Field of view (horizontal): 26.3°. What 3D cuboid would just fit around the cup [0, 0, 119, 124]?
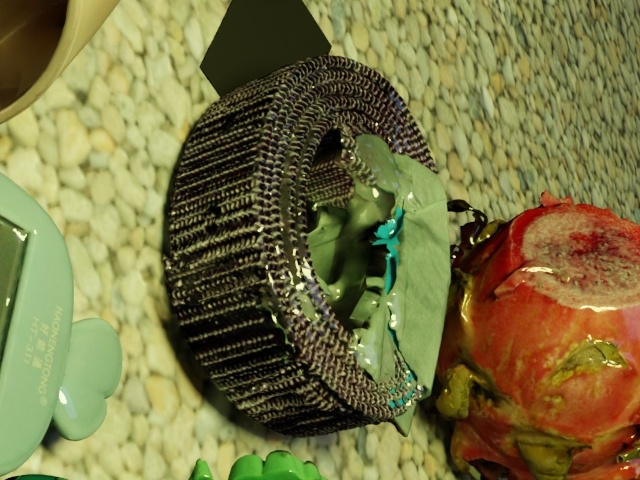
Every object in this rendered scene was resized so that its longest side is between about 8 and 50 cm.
[{"bbox_3d":[-0.217,-0.199,0.750,0.253,0.191,0.200,30,30,-6],"label":"cup"}]

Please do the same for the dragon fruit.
[{"bbox_3d":[0.219,0.117,1.294,0.250,0.269,0.291,-79,178,-48],"label":"dragon fruit"}]

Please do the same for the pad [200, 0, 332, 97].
[{"bbox_3d":[-0.043,-0.160,1.187,0.127,0.004,0.190,55,37,-32],"label":"pad"}]

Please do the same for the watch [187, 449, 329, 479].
[{"bbox_3d":[-0.056,0.228,0.848,0.131,0.165,0.152,44,23,-26],"label":"watch"}]

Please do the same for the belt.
[{"bbox_3d":[0.000,0.000,1.083,0.260,0.122,0.325,49,37,-30],"label":"belt"}]

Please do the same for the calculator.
[{"bbox_3d":[-0.222,0.031,0.768,0.302,0.042,0.188,41,44,-45],"label":"calculator"}]

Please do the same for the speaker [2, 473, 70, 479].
[{"bbox_3d":[-0.180,0.172,0.782,0.094,0.060,0.075,12,63,-19],"label":"speaker"}]
